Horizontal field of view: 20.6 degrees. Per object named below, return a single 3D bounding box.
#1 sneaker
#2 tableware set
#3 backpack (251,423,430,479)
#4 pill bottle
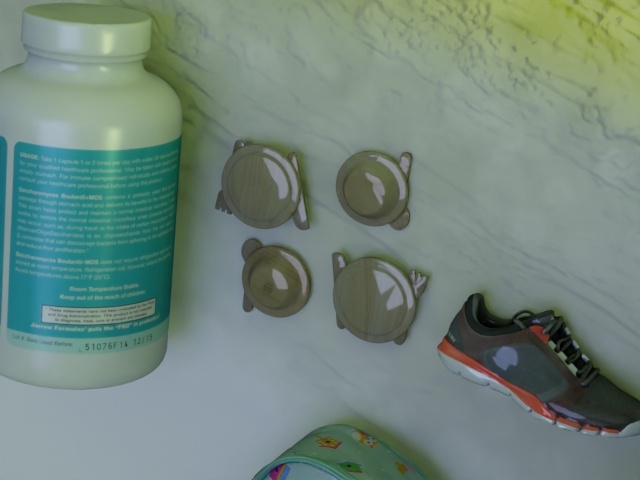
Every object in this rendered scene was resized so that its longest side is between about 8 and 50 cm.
[{"bbox_3d":[0.156,0.083,1.204,0.158,0.061,0.065,23,105,18],"label":"sneaker"},{"bbox_3d":[0.000,0.000,1.279,0.169,0.020,0.141,7,108,22],"label":"tableware set"},{"bbox_3d":[0.000,0.235,1.270,0.166,0.144,0.188,41,113,17],"label":"backpack"},{"bbox_3d":[-0.176,-0.035,1.282,0.146,0.146,0.264,13,108,22],"label":"pill bottle"}]
